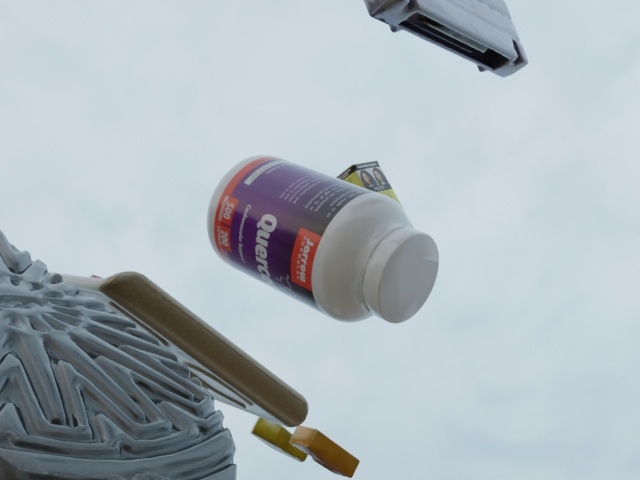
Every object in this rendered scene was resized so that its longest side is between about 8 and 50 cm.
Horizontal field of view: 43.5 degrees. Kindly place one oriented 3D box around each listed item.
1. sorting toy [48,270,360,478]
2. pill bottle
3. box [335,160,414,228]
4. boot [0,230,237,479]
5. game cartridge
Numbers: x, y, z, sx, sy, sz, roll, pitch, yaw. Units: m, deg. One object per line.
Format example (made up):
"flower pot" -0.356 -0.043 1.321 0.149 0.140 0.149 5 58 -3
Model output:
"sorting toy" -0.108 0.117 0.741 0.307 0.041 0.229 42 -26 -26
"pill bottle" 0.000 0.000 1.125 0.322 0.181 0.182 23 -38 40
"box" 0.115 -0.029 1.451 0.058 0.087 0.232 -34 -103 37
"boot" -0.245 0.237 0.484 0.146 0.367 0.445 11 -75 -47
"game cartridge" 0.144 -0.354 1.057 0.068 0.230 0.355 -32 -21 32
